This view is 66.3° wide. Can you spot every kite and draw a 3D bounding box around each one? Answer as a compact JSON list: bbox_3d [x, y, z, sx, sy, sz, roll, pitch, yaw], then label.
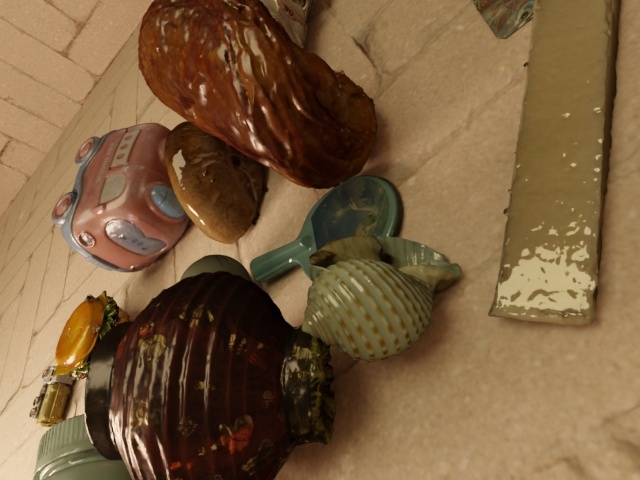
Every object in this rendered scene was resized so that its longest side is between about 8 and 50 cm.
[{"bbox_3d":[0.228,-0.342,0.615,0.127,0.016,0.229,-39,46,20],"label":"kite"}]

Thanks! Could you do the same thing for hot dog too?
[{"bbox_3d":[-0.090,-0.208,0.661,0.387,0.267,0.174,34,95,40],"label":"hot dog"}]

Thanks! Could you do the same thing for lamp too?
[{"bbox_3d":[-0.099,0.148,0.494,0.247,0.247,0.247,-27,49,35],"label":"lamp"},{"bbox_3d":[-0.146,0.071,0.683,0.105,0.105,0.105,-27,49,35],"label":"lamp"}]

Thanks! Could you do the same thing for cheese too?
[{"bbox_3d":[0.224,-0.118,0.451,0.085,0.034,0.400,-1,66,43],"label":"cheese"}]

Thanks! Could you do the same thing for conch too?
[{"bbox_3d":[0.048,0.053,0.473,0.135,0.153,0.102,47,129,41],"label":"conch"}]

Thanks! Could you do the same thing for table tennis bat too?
[{"bbox_3d":[0.000,0.000,0.627,0.237,0.038,0.149,-25,50,32],"label":"table tennis bat"}]

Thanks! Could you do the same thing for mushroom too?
[{"bbox_3d":[-0.195,-0.132,0.830,0.156,0.151,0.285,-38,43,23],"label":"mushroom"}]

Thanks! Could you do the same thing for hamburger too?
[{"bbox_3d":[-0.426,0.185,0.926,0.190,0.093,0.164,-11,56,42],"label":"hamburger"}]

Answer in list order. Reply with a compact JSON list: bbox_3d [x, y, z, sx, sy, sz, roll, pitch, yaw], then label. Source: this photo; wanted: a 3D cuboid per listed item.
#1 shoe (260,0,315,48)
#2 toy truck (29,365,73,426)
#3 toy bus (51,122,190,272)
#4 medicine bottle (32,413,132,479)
[{"bbox_3d":[-0.091,-0.446,0.904,0.198,0.172,0.351,-41,43,18],"label":"shoe"},{"bbox_3d":[-0.545,0.319,1.004,0.063,0.052,0.123,-19,54,34],"label":"toy truck"},{"bbox_3d":[-0.349,-0.093,0.955,0.232,0.197,0.294,-15,54,29],"label":"toy bus"},{"bbox_3d":[-0.264,0.381,0.571,0.158,0.158,0.318,-42,41,21],"label":"medicine bottle"}]
